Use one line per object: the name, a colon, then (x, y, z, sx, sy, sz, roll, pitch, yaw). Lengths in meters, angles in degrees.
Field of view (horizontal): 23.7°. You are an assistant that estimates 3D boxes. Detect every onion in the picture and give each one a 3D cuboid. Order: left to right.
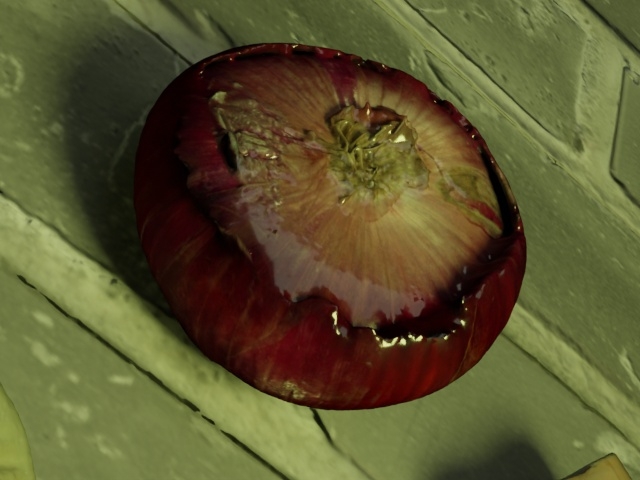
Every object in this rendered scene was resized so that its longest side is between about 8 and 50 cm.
onion: (0.000, -0.006, 0.898, 0.248, 0.161, 0.248, 28, 32, -19)

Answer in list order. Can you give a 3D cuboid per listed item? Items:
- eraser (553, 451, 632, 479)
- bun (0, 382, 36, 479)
eraser: (0.202, 0.282, 0.920, 0.171, 0.087, 0.290, -13, 67, -49)
bun: (-0.218, 0.104, 0.573, 0.239, 0.141, 0.239, 35, 33, -27)
